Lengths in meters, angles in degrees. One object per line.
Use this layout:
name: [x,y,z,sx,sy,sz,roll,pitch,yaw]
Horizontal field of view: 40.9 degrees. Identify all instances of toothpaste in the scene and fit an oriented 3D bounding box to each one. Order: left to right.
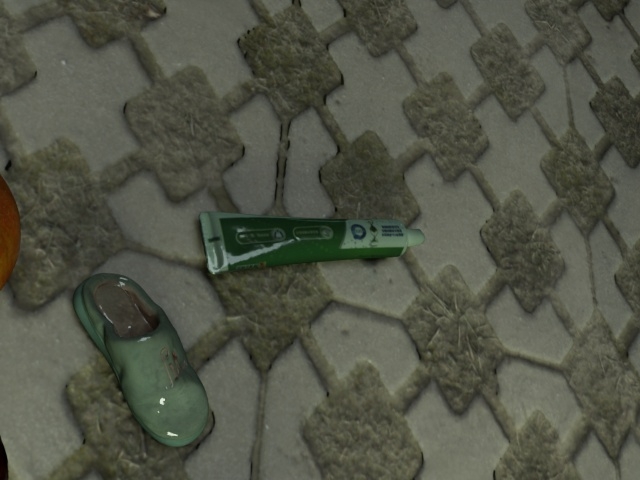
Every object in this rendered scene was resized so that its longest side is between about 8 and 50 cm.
toothpaste: [0.000,0.000,1.324,0.392,0.061,0.098,-2,66,-29]

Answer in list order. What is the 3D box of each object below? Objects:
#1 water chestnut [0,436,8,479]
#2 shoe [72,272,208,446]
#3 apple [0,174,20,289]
water chestnut: [-0.451,0.207,0.817,0.300,0.300,0.300,15,57,-25]
shoe: [-0.218,0.138,1.082,0.103,0.100,0.251,-30,80,-40]
apple: [-0.450,-0.025,0.979,0.235,0.173,0.210,47,50,-3]
